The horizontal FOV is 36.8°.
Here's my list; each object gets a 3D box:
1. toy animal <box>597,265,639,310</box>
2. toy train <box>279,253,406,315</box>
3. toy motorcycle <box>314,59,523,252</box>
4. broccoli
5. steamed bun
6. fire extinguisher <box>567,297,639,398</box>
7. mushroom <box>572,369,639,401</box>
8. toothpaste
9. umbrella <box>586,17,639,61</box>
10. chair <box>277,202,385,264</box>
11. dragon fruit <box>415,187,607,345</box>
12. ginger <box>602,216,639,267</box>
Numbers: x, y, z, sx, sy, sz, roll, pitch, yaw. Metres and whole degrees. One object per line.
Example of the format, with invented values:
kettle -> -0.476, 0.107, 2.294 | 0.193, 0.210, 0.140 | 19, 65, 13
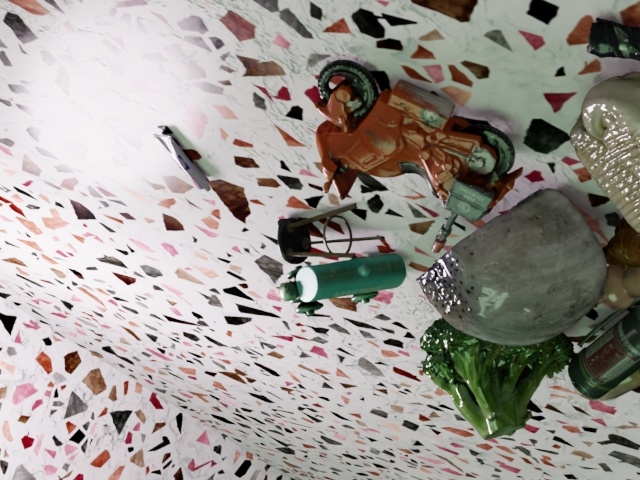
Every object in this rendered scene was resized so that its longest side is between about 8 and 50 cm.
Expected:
toy animal -> 0.509, 0.072, 1.584 | 0.083, 0.089, 0.150 | 32, 145, -15
toy train -> 0.048, 0.074, 1.856 | 0.248, 0.101, 0.159 | -8, 168, -33
toy motorcycle -> 0.125, -0.125, 1.431 | 0.325, 0.148, 0.221 | 26, 133, 5
broccoli -> 0.341, 0.235, 1.858 | 0.308, 0.275, 0.308 | -10, 158, -4
steamed bun -> 0.426, -0.122, 1.188 | 0.218, 0.144, 0.211 | 48, 169, 5
fire extinguisher -> 0.556, 0.178, 1.710 | 0.093, 0.118, 0.294 | -11, 152, -33
mushroom -> 0.573, 0.262, 1.889 | 0.108, 0.096, 0.247 | -8, 165, -23
toothpaste -> -0.256, -0.147, 1.824 | 0.045, 0.028, 0.170 | 11, 153, 37
umbrella -> 0.403, -0.220, 1.109 | 0.188, 0.046, 0.050 | 14, -167, 16
chair -> 0.001, -0.001, 1.831 | 0.221, 0.095, 0.104 | -3, 137, 44
dragon fruit -> 0.304, 0.075, 1.528 | 0.204, 0.221, 0.283 | 57, 155, 11
ginger -> 0.473, -0.011, 1.426 | 0.073, 0.103, 0.162 | 40, 171, -8
